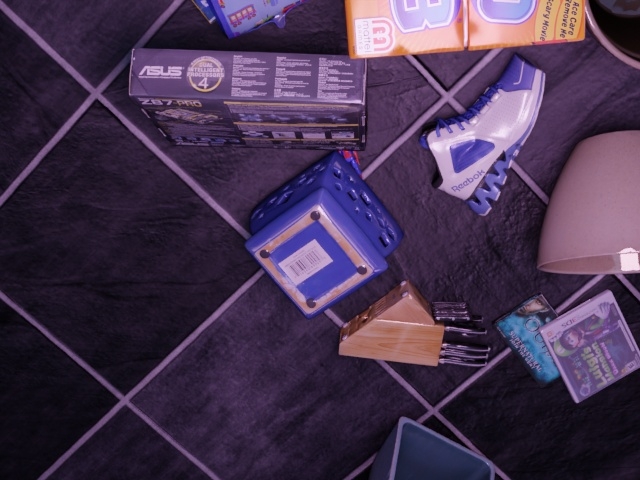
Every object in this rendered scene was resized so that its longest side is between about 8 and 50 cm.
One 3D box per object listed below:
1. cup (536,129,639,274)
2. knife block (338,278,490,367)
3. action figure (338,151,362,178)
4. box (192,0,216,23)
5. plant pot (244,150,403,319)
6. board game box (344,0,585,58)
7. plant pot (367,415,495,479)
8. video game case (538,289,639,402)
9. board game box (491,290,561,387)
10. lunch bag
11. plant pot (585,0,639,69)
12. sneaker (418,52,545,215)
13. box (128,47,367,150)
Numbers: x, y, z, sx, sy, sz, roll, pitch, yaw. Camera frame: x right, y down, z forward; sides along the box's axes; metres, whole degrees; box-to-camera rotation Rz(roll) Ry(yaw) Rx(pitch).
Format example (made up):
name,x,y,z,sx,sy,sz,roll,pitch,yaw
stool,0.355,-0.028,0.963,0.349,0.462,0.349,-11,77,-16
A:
name,x,y,z,sx,sy,sz,roll,pitch,yaw
cup,0.569,-0.070,1.505,0.331,0.331,0.236,-1,82,4
knife block,0.209,0.218,1.722,0.276,0.088,0.242,-37,102,14
action figure,0.060,-0.160,1.636,0.038,0.030,0.115,-16,105,15
box,-0.235,-0.495,1.527,0.059,0.054,0.169,-36,102,14
plant pot,0.000,0.000,1.584,0.236,0.212,0.236,-34,104,22
board game box,0.215,-0.510,1.330,0.357,0.356,0.356,-4,109,5
plant pot,0.208,0.595,1.781,0.247,0.247,0.252,28,126,-5
video game case,0.575,0.225,1.710,0.173,0.022,0.190,-30,104,-1
board game box,0.473,0.213,1.734,0.126,0.026,0.186,-36,103,15
lunch bag,-0.112,-0.494,1.429,0.221,0.138,0.293,-30,141,-3
plant pot,0.567,-0.460,1.362,0.324,0.280,0.323,1,110,3
sneaker,0.292,-0.212,1.548,0.182,0.127,0.315,18,111,-5
box,-0.112,-0.244,1.467,0.395,0.318,0.097,2,84,4
